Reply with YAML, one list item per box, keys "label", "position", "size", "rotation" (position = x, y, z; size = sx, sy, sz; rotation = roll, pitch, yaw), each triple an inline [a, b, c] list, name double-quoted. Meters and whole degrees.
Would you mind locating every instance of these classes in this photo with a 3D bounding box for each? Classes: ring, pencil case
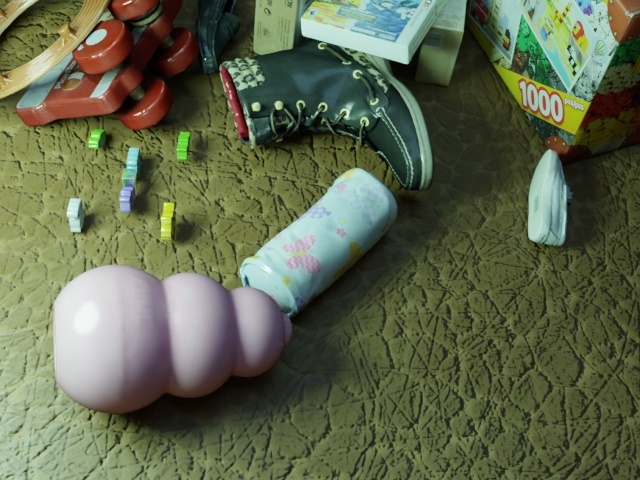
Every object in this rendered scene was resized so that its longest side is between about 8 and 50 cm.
- label: "ring"
  position: [-0.494, -0.369, 1.656]
  size: [0.336, 0.032, 0.337]
  rotation: [-20, 43, 20]
- label: "pencil case"
  position: [0.000, 0.000, 1.525]
  size: [0.124, 0.113, 0.273]
  rotation: [38, 61, 16]

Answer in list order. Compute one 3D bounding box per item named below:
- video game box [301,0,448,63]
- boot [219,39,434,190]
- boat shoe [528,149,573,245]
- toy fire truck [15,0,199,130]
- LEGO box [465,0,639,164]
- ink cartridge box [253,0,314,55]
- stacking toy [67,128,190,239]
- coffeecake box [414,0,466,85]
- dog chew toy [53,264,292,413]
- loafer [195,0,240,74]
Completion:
- label: "video game box"
  position: [0.098, -0.406, 1.697]
  size: [0.205, 0.048, 0.187]
  rotation: [19, 54, 18]
- label: "boot"
  position: [0.009, -0.209, 1.654]
  size: [0.284, 0.138, 0.377]
  rotation: [-15, 60, -15]
- label: "boat shoe"
  position: [0.398, -0.072, 1.653]
  size: [0.063, 0.066, 0.184]
  rotation: [19, 53, -11]
- label: "toy fire truck"
  position: [-0.371, -0.325, 1.672]
  size: [0.254, 0.169, 0.302]
  rotation: [0, 53, 29]
- label: "LEGO box"
  position: [0.435, -0.449, 1.722]
  size: [0.193, 0.372, 0.500]
  rotation: [-16, 59, -16]
- label: "ink cartridge box"
  position: [-0.034, -0.463, 1.760]
  size: [0.088, 0.235, 0.193]
  rotation: [29, 59, 12]
- label: "stacking toy"
  position: [-0.310, -0.097, 1.595]
  size: [0.167, 0.052, 0.221]
  rotation: [4, 51, 0]
- label: "coffeecake box"
  position: [0.227, -0.407, 1.807]
  size: [0.068, 0.142, 0.185]
  rotation: [10, 55, 1]
- label: "dog chew toy"
  position: [-0.204, 0.134, 1.368]
  size: [0.331, 0.207, 0.207]
  rotation: [-2, 56, -16]
- label: "loafer"
  position: [-0.189, -0.396, 1.792]
  size: [0.078, 0.076, 0.223]
  rotation: [-2, 52, 2]
